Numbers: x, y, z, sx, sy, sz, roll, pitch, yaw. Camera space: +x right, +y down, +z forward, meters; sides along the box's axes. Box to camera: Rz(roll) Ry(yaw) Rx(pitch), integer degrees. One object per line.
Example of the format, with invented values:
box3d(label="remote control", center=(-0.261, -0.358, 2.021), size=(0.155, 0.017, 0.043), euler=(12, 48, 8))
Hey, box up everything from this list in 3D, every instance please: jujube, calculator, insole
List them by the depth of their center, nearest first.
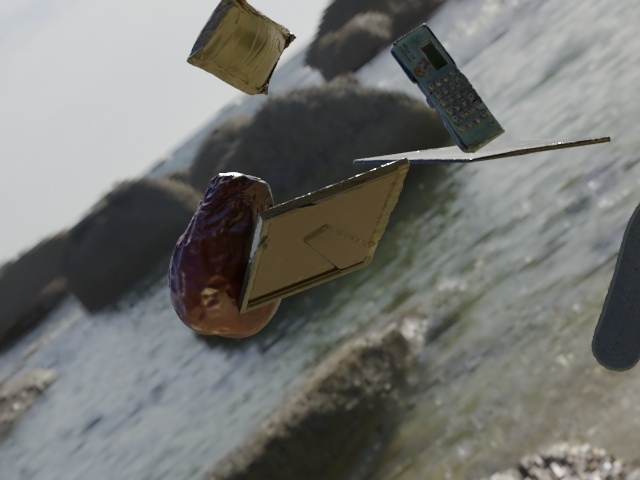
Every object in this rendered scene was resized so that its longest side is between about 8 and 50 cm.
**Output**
box3d(label="insole", center=(0.340, 0.028, 1.475), size=(0.003, 0.080, 0.232), euler=(6, -72, -57))
box3d(label="calculator", center=(0.146, -0.177, 1.659), size=(0.057, 0.172, 0.018), euler=(-32, -22, -1))
box3d(label="jujube", center=(-0.126, 0.019, 1.982), size=(0.168, 0.168, 0.236), euler=(162, 118, -72))

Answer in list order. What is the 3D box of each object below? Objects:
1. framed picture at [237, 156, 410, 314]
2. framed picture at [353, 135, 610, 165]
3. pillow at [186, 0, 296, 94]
box3d(label="framed picture", center=(0.000, 0.000, 1.803), size=(0.209, 0.019, 0.281), euler=(-21, -21, -20))
box3d(label="framed picture", center=(0.231, -0.132, 2.098), size=(0.244, 0.013, 0.324), euler=(-9, 6, -28))
box3d(label="pillow", center=(-0.112, -0.276, 2.025), size=(0.119, 0.053, 0.208), euler=(-54, -25, 6))
